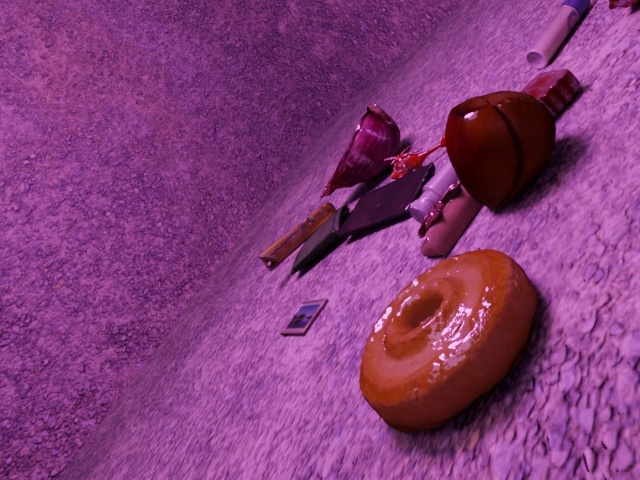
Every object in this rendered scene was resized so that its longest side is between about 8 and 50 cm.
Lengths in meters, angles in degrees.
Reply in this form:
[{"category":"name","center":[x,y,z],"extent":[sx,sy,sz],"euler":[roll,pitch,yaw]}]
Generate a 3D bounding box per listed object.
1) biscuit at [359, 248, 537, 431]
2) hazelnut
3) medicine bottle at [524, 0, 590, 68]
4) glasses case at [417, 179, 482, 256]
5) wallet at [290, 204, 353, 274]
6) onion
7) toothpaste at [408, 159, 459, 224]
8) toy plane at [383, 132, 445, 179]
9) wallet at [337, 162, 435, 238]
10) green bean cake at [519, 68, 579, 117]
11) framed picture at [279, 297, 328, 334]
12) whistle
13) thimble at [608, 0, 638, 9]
[{"category":"biscuit","center":[0.166,0.129,0.816],"extent":[0.296,0.102,0.296],"euler":[-46,11,12]},{"category":"hazelnut","center":[0.317,-0.161,1.027],"extent":[0.208,0.208,0.208],"euler":[-44,14,14]},{"category":"medicine bottle","center":[0.585,-0.521,1.410],"extent":[0.231,0.059,0.059],"euler":[-52,14,-16]},{"category":"glasses case","center":[0.249,-0.059,1.136],"extent":[0.193,0.070,0.102],"euler":[-51,13,-15]},{"category":"wallet","center":[0.002,0.002,1.762],"extent":[0.236,0.055,0.160],"euler":[-45,9,32]},{"category":"onion","center":[0.145,-0.258,1.863],"extent":[0.348,0.159,0.267],"euler":[-62,-3,25]},{"category":"toothpaste","center":[0.305,-0.159,1.237],"extent":[0.299,0.073,0.114],"euler":[-50,-23,-12]},{"category":"toy plane","center":[0.268,-0.226,1.551],"extent":[0.194,0.077,0.126],"euler":[-37,19,12]},{"category":"wallet","center":[0.175,-0.095,1.529],"extent":[0.321,0.044,0.170],"euler":[-20,32,57]},{"category":"green bean cake","center":[0.449,-0.284,1.175],"extent":[0.135,0.056,0.135],"euler":[-47,12,5]},{"category":"framed picture","center":[-0.043,0.195,1.452],"extent":[0.109,0.011,0.149],"euler":[-54,14,-23]},{"category":"whistle","center":[-0.069,-0.016,1.874],"extent":[0.326,0.068,0.057],"euler":[-41,16,-30]},{"category":"thimble","center":[0.648,-0.590,1.190],"extent":[0.125,0.163,0.189],"euler":[-28,24,51]}]
